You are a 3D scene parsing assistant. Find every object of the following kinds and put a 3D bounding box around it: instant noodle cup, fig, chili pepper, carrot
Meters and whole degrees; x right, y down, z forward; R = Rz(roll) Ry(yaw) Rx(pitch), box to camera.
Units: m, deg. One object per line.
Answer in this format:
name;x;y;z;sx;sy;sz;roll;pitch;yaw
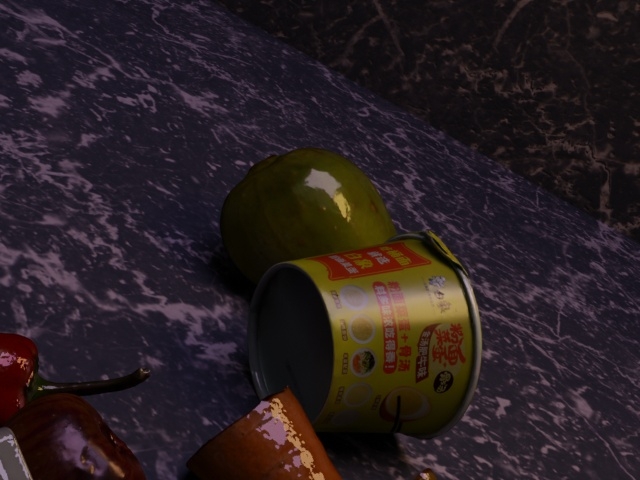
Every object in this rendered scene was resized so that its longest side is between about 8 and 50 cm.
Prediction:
instant noodle cup;0.048;0.137;1.603;0.221;0.311;0.311;-2;38;-34
fig;0.000;0.000;1.861;0.326;0.258;0.258;45;24;-7
chili pepper;-0.376;0.160;1.263;0.338;0.135;0.131;23;40;-5
fig;-0.286;0.270;1.172;0.175;0.207;0.175;45;-11;12
carrot;-0.033;0.300;1.376;0.225;0.159;0.159;47;29;13

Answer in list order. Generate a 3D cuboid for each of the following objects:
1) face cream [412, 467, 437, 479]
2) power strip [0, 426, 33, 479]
face cream;0.193;0.386;1.548;0.182;0.051;0.072;43;29;26
power strip;-0.271;0.301;1.040;0.046;0.118;0.270;-14;72;-44
